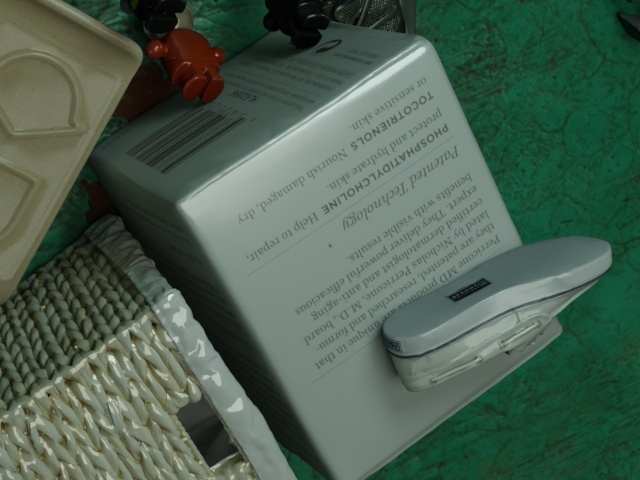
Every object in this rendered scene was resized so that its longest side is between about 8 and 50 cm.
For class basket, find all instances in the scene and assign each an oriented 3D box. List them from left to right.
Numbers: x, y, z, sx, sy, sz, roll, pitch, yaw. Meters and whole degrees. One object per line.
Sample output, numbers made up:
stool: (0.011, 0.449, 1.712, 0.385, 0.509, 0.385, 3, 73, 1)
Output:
basket: (-0.227, 0.199, 1.680, 0.266, 0.331, 0.328, -33, 114, -8)

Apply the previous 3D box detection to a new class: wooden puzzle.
wooden puzzle: (-0.410, -0.138, 1.632, 0.322, 0.080, 0.348, 28, 99, -24)

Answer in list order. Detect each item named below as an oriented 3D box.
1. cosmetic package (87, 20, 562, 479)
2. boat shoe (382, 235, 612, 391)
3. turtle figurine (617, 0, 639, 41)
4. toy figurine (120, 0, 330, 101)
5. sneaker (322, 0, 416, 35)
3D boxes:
cosmetic package: (0.000, 0.000, 1.726, 0.327, 0.329, 0.394, -35, 116, -15)
boat shoe: (0.195, 0.080, 1.602, 0.267, 0.096, 0.088, -26, 117, -19)
turtle figurine: (0.495, -0.369, 1.990, 0.234, 0.118, 0.175, -35, 115, -7)
toy figurine: (-0.114, -0.281, 1.639, 0.213, 0.148, 0.209, -29, 147, 1)
sneaker: (0.051, -0.236, 1.830, 0.130, 0.087, 0.228, -7, 103, -21)
